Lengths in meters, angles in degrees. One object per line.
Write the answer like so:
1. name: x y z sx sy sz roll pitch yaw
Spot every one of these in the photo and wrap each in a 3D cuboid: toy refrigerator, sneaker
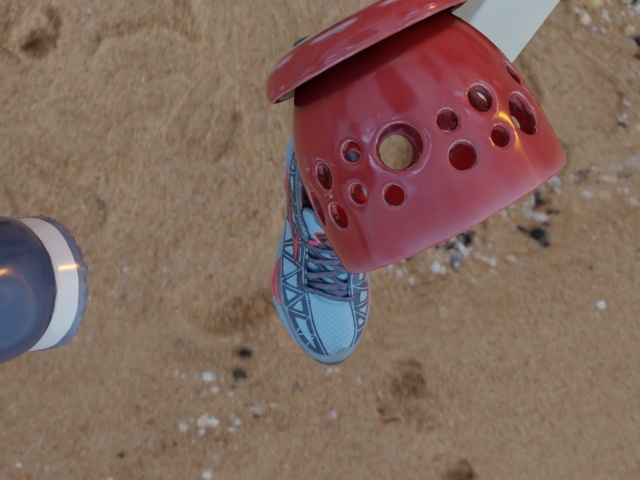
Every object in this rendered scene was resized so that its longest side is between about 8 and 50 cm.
1. toy refrigerator: 0.215 -0.298 1.261 0.094 0.102 0.269 15 126 -31
2. sneaker: 0.000 0.000 1.132 0.104 0.125 0.261 -3 95 -2
3. sneaker: -0.298 0.055 0.702 0.319 0.131 0.112 -22 82 31

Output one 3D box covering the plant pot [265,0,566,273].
1. plant pot: 0.066 -0.091 0.865 0.191 0.191 0.174 -26 93 11
